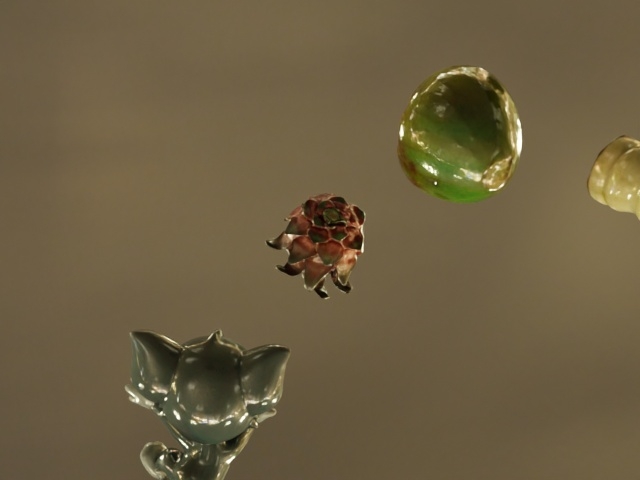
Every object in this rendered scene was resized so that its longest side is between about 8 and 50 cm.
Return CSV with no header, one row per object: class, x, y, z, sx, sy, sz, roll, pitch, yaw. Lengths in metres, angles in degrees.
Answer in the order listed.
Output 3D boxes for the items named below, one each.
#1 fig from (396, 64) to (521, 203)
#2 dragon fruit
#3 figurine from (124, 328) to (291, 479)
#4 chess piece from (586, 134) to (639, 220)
fig,0.192,-0.136,1.353,0.181,0.181,0.191,-13,-138,-20
dragon fruit,0.004,0.001,1.462,0.142,0.121,0.130,-50,-125,6
figurine,-0.157,0.225,1.208,0.193,0.140,0.265,17,-90,4
chess piece,0.412,-0.041,1.155,0.090,0.090,0.200,-27,-135,-26
